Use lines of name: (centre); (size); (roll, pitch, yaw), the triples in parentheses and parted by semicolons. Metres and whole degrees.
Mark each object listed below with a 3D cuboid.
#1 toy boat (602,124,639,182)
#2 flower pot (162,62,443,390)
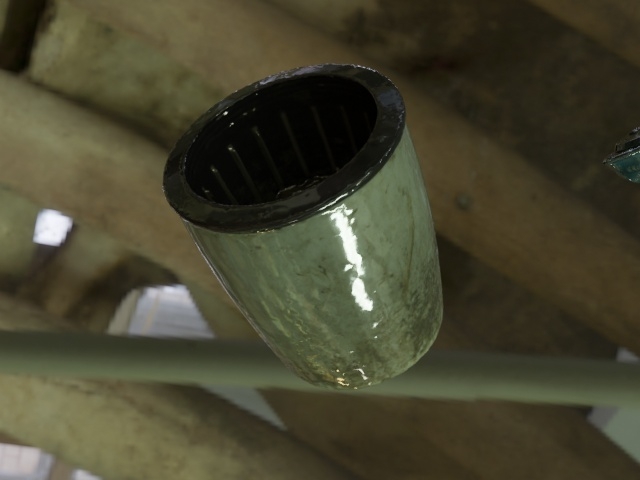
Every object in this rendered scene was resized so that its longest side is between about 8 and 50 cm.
toy boat: (0.268, -0.080, 0.990); (0.055, 0.141, 0.060); (-16, -83, 57)
flower pot: (0.000, 0.000, 1.550); (0.293, 0.294, 0.330); (-104, 174, -52)
